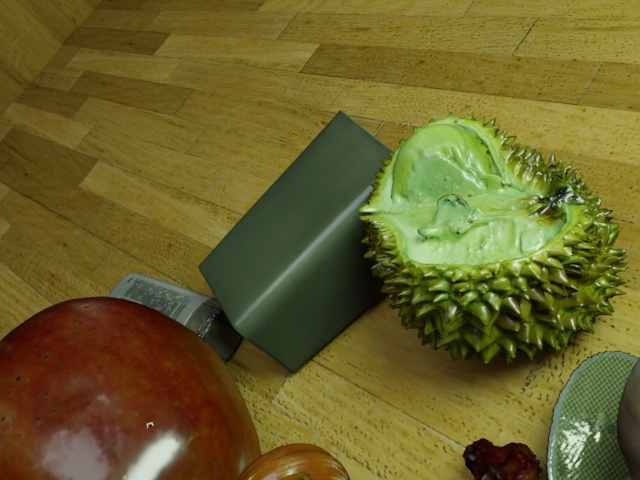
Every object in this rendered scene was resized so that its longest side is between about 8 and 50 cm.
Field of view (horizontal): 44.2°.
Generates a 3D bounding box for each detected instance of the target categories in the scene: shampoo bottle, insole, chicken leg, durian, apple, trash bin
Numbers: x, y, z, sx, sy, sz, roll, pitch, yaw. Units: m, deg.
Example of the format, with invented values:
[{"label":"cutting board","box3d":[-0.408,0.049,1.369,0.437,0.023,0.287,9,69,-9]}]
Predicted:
[{"label":"shampoo bottle","box3d":[-0.189,0.097,0.982,0.227,0.056,0.086,10,66,46]},{"label":"insole","box3d":[0.201,0.219,0.523,0.109,0.007,0.322,9,58,9]},{"label":"chicken leg","box3d":[0.148,0.233,0.565,0.089,0.048,0.219,-35,39,17]},{"label":"durian","box3d":[0.144,0.006,0.675,0.200,0.176,0.237,-47,33,3]},{"label":"apple","box3d":[-0.232,0.240,0.816,0.365,0.329,0.295,15,26,43]},{"label":"trash bin","box3d":[0.000,0.000,0.857,0.240,0.122,0.164,-44,38,4]}]

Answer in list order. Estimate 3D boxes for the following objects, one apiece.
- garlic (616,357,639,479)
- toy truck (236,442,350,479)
[{"label":"garlic","box3d":[0.254,0.111,0.457,0.160,0.191,0.214,-2,91,37]},{"label":"toy truck","box3d":[-0.012,0.292,0.490,0.211,0.288,0.204,-33,38,-5]}]
